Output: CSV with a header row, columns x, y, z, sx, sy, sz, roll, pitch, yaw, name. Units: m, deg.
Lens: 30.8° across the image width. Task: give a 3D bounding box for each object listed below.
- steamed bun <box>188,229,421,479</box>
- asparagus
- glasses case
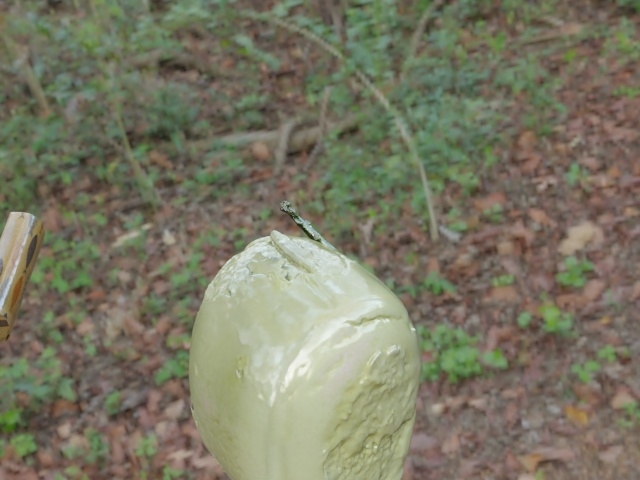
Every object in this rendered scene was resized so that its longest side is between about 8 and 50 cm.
x,y,z,sx,sy,sz,roll,pitch,yaw,name
-0.035,0.140,1.066,0.166,0.273,0.232,-15,34,-37,steamed bun
0.000,0.000,1.349,0.015,0.127,0.018,-46,-2,-42,asparagus
-0.387,0.045,1.465,0.041,0.064,0.170,-1,45,7,glasses case
